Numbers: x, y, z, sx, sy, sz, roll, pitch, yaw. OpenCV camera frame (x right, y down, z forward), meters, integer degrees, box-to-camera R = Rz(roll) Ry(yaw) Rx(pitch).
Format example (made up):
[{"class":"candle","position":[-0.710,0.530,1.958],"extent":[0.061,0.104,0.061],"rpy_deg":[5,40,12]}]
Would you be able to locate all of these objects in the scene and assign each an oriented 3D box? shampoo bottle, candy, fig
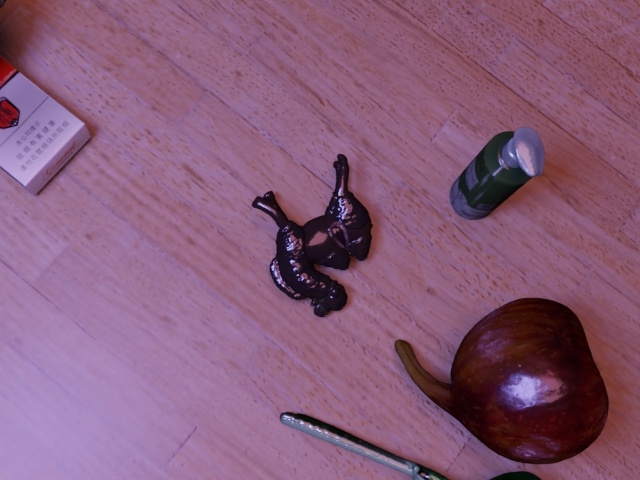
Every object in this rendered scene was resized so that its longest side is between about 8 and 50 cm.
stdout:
[{"class":"shampoo bottle","position":[0.196,-0.073,0.890],"extent":[0.065,0.204,0.065],"rpy_deg":[1,78,-5]},{"class":"candy","position":[0.103,0.255,0.882],"extent":[0.323,0.097,0.097],"rpy_deg":[22,76,10]},{"class":"fig","position":[0.195,0.160,0.869],"extent":[0.207,0.175,0.175],"rpy_deg":[-15,78,7]}]

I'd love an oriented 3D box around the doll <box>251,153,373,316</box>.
[{"class":"doll","position":[0.000,0.000,0.936],"extent":[0.139,0.057,0.165],"rpy_deg":[-24,88,-12]}]

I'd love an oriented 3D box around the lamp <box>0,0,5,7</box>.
[{"class":"lamp","position":[-0.451,-0.230,0.890],"extent":[0.215,0.223,0.151],"rpy_deg":[-43,104,-22]}]

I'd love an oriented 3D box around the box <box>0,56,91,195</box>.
[{"class":"box","position":[-0.359,-0.138,0.941],"extent":[0.152,0.048,0.100],"rpy_deg":[39,74,4]}]
